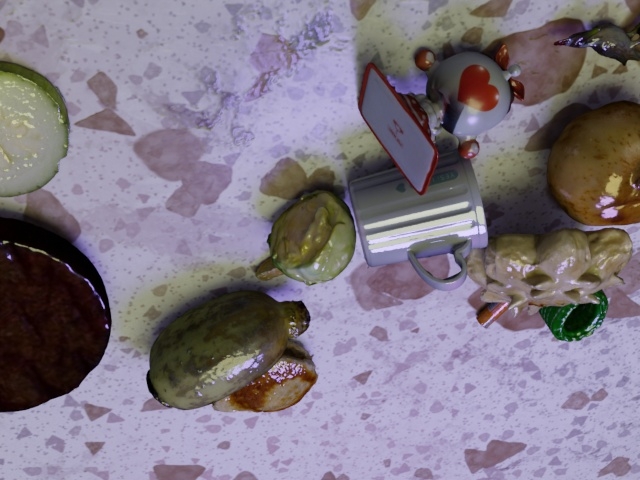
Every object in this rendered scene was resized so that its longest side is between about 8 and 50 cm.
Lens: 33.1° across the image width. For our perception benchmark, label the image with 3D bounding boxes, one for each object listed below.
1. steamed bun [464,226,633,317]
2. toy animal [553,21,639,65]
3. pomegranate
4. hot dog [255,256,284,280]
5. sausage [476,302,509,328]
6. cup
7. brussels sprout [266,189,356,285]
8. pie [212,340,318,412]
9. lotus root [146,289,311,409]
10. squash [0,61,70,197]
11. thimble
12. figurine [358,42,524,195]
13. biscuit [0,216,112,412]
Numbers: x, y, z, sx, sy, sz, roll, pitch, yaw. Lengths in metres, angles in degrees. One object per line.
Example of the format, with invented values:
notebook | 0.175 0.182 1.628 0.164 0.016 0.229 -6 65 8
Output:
steamed bun | 0.396 0.057 1.832 0.296 0.137 0.292 0 168 -11
toy animal | 0.457 -0.306 1.671 0.202 0.070 0.105 -3 149 -17
pomegranate | 0.482 -0.114 1.737 0.215 0.215 0.215 -7 131 -8
hot dog | -0.073 0.040 1.853 0.090 0.034 0.030 -22 146 30
sausage | 0.339 0.122 2.030 0.031 0.031 0.107 27 119 -32
cup | 0.159 -0.035 1.728 0.202 0.221 0.166 -13 121 2
brussels sprout | 0.001 0.003 1.768 0.152 0.149 0.122 -32 143 28
pie | -0.106 0.262 2.000 0.205 0.084 0.178 6 128 -23
lotus root | -0.164 0.180 1.865 0.309 0.173 0.173 -31 131 4
squash | -0.476 -0.164 1.574 0.219 0.041 0.219 -5 127 -7
thimble | 0.477 0.121 2.025 0.118 0.090 0.130 -13 133 -7
figurine | 0.205 -0.217 1.634 0.226 0.183 0.160 -30 164 -14
biscuit | -0.549 0.122 1.765 0.408 0.091 0.407 -6 131 -7
